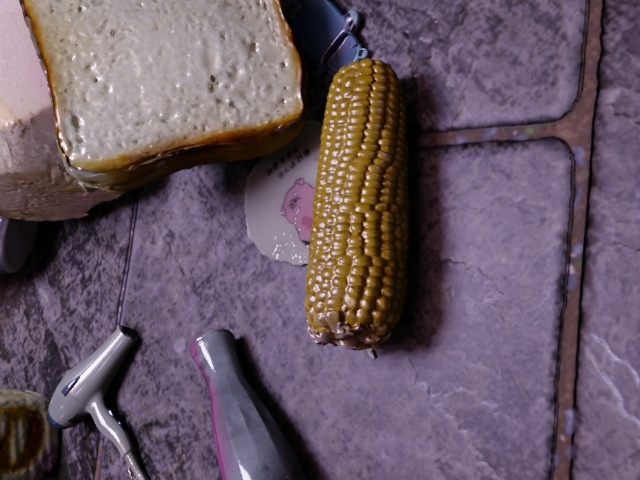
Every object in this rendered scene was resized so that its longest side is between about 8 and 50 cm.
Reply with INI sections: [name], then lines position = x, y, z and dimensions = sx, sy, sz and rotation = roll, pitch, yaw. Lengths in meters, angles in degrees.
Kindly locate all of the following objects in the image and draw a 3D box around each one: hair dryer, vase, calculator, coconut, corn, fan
[hair dryer]
position = -0.267, 0.212, 1.066
dimensions = 0.199, 0.067, 0.167
rotation = 27, 93, 29
[vase]
position = -0.091, 0.200, 0.902
dimensions = 0.086, 0.086, 0.214
rotation = -45, 52, 23
[calculator]
position = 0.008, -0.243, 0.954
dimensions = 0.094, 0.019, 0.141
rotation = -49, 56, 21
[coconut]
position = -0.386, -0.202, 1.106
dimensions = 0.298, 0.298, 0.309
rotation = -17, 72, 36
[corn]
position = 0.044, -0.039, 0.831
dimensions = 0.106, 0.106, 0.305
rotation = -6, 73, 38
[fan]
position = -0.001, 0.000, 0.913
dimensions = 0.182, 0.010, 0.310
rotation = -40, 58, 25

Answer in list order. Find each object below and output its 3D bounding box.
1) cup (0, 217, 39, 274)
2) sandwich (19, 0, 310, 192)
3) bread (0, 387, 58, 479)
[cup]
position = -0.588, -0.016, 1.266
dimensions = 0.257, 0.301, 0.227
rotation = 14, 62, 1
[sandwich]
position = -0.173, -0.208, 0.935
dimensions = 0.301, 0.099, 0.271
rotation = -15, 84, -6
[bread]
position = -0.560, 0.308, 1.189
dimensions = 0.338, 0.187, 0.155
rotation = -16, 78, 36
